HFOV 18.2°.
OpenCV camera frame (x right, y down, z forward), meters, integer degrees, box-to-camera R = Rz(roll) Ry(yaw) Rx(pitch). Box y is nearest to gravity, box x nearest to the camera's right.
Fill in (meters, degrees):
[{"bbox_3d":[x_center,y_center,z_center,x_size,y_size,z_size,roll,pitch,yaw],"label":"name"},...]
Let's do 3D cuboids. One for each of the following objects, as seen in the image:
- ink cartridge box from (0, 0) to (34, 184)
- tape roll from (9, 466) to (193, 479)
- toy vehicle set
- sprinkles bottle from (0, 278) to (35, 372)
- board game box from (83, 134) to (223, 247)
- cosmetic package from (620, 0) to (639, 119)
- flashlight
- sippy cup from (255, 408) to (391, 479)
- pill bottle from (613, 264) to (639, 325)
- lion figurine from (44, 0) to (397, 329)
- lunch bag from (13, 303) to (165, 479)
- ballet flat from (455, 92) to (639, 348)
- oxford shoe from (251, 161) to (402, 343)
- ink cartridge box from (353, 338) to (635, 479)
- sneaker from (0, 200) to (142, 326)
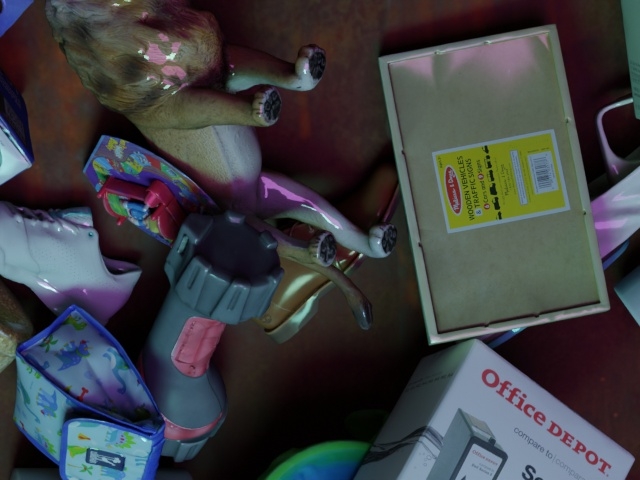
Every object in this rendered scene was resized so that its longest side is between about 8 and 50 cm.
[{"bbox_3d":[-0.426,-0.115,1.667,0.395,0.151,0.270,-32,120,6],"label":"ink cartridge box"},{"bbox_3d":[-0.210,0.337,1.890,0.169,0.246,0.246,1,116,-14],"label":"tape roll"},{"bbox_3d":[0.156,-0.051,1.807,0.166,0.035,0.267,-10,86,0],"label":"toy vehicle set"},{"bbox_3d":[-0.423,0.167,1.827,0.355,0.121,0.121,-44,117,10],"label":"sprinkles bottle"},{"bbox_3d":[-0.157,-0.027,1.768,0.133,0.168,0.033,36,66,-4],"label":"board game box"},{"bbox_3d":[0.344,-0.262,1.742,0.160,0.113,0.310,-11,103,-5],"label":"cosmetic package"},{"bbox_3d":[-0.105,0.091,1.793,0.103,0.103,0.304,-9,152,-26],"label":"flashlight"},{"bbox_3d":[-0.013,0.320,1.914,0.305,0.224,0.240,-24,88,-27],"label":"sippy cup"},{"bbox_3d":[0.434,0.014,1.917,0.283,0.160,0.160,-37,118,7],"label":"pill bottle"},{"bbox_3d":[-0.093,-0.084,1.748,0.240,0.142,0.392,9,133,32],"label":"lion figurine"},{"bbox_3d":[-0.203,0.158,1.801,0.096,0.151,0.129,-42,161,-31],"label":"lunch bag"},{"bbox_3d":[0.268,-0.052,1.881,0.400,0.139,0.139,-34,118,1],"label":"ballet flat"},{"bbox_3d":[0.000,0.000,1.867,0.076,0.076,0.212,38,103,-16],"label":"oxford shoe"},{"bbox_3d":[0.131,0.256,1.804,0.198,0.115,0.273,37,64,-12],"label":"ink cartridge box"},{"bbox_3d":[-0.252,-0.004,1.811,0.094,0.080,0.212,-45,127,6],"label":"sneaker"}]
